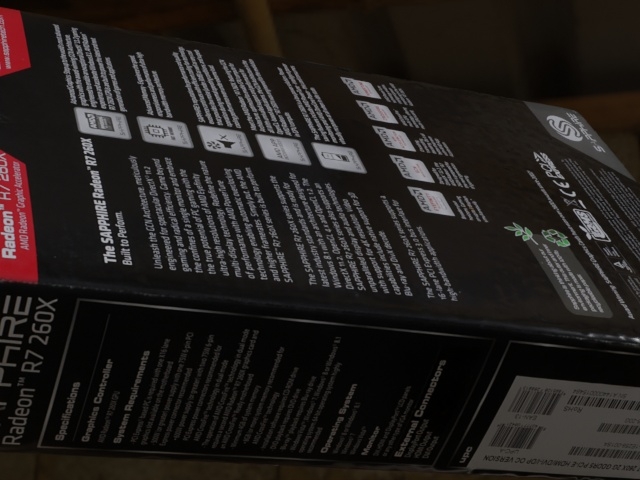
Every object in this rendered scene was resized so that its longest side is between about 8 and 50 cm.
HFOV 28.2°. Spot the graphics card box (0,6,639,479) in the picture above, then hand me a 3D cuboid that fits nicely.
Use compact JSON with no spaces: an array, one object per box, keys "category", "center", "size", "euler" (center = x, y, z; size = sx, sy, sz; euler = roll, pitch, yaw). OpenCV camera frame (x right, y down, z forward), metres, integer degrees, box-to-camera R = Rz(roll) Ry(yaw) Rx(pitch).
[{"category":"graphics card box","center":[0.000,0.000,0.607],"size":[0.371,0.233,0.094],"euler":[6,-58,-23]}]
